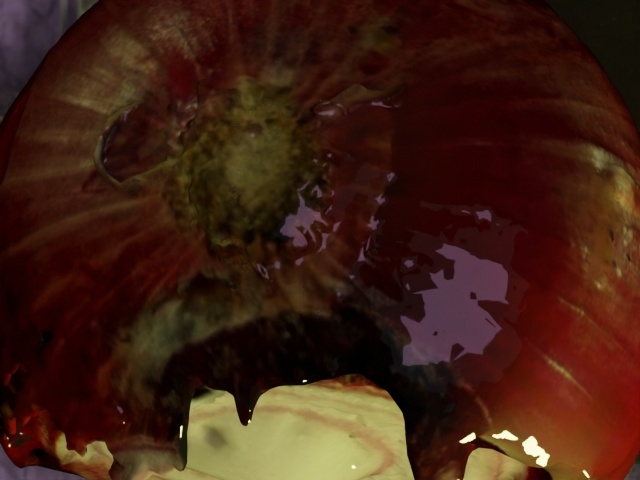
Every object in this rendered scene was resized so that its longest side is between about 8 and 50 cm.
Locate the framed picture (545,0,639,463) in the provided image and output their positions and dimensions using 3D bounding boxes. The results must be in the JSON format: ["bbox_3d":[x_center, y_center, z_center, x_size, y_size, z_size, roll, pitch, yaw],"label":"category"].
[{"bbox_3d":[0.194,-0.017,1.025,0.016,0.213,0.289,-16,97,-59],"label":"framed picture"}]

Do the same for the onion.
[{"bbox_3d":[-0.005,-0.002,0.867,0.341,0.341,0.341,0,90,-23],"label":"onion"}]
